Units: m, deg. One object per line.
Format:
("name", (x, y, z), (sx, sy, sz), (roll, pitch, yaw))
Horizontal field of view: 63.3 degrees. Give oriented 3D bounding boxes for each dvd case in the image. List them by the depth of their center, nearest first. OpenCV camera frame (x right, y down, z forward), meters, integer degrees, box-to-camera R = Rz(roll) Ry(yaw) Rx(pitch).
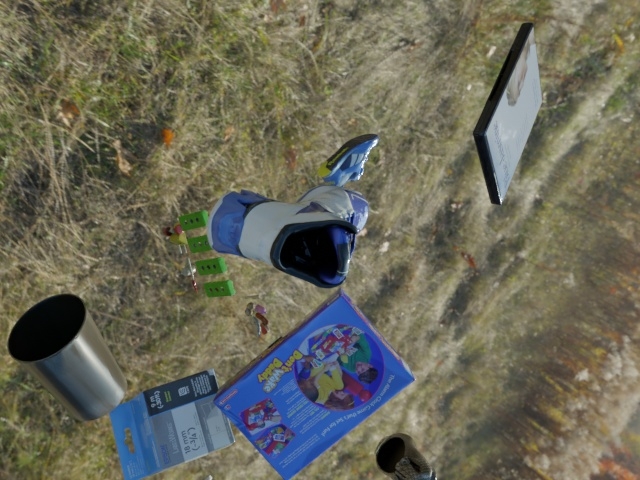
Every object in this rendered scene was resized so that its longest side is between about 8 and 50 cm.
("dvd case", (0.324, -0.212, 0.880), (0.253, 0.022, 0.180), (-61, 143, -21))

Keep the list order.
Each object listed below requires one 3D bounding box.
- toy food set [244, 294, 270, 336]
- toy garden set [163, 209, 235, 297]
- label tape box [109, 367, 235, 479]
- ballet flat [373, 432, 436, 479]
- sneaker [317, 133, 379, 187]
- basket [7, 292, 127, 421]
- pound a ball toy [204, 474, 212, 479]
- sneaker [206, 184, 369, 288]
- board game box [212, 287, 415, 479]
("toy food set", (-0.171, 0.209, 1.410), (0.019, 0.078, 0.122), (-32, 107, -52))
("toy garden set", (-0.340, 0.041, 1.474), (0.049, 0.204, 0.244), (-28, 104, -47))
("label tape box", (-0.460, 0.568, 1.597), (0.334, 0.240, 0.106), (-15, 161, -20))
("ballet flat", (0.132, 0.380, 0.902), (0.084, 0.058, 0.250), (-59, -178, -9))
("sneaker", (0.059, -0.149, 0.982), (0.144, 0.053, 0.059), (-42, 119, -15))
("basket", (-0.510, 0.256, 1.079), (0.154, 0.204, 0.227), (-26, 125, -15))
("pound a ball toy", (-0.270, 0.726, 1.298), (0.136, 0.208, 0.319), (-39, 169, -33))
("sneaker", (-0.001, 0.000, 0.809), (0.315, 0.182, 0.127), (-9, 120, -51))
("board game box", (-0.014, 0.301, 1.088), (0.347, 0.233, 0.078), (-40, -175, 5))
